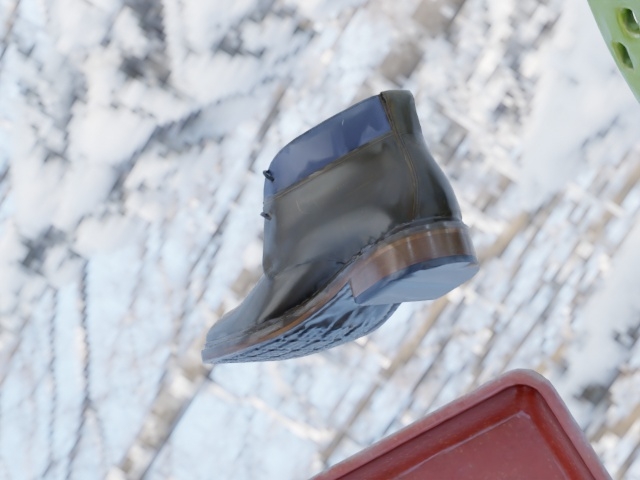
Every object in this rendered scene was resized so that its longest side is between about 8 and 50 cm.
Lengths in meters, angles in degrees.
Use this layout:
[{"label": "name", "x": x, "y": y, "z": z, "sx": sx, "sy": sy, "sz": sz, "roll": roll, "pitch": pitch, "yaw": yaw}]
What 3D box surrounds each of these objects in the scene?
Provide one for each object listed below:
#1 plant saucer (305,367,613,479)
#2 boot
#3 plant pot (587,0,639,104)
[{"label": "plant saucer", "x": 0.047, "y": 0.205, "z": 0.762, "sx": 0.259, "sy": 0.258, "sz": 0.048, "roll": 57, "pitch": -160, "yaw": -8}, {"label": "boot", "x": 0.000, "y": 0.000, "z": 1.066, "sx": 0.082, "sy": 0.219, "sz": 0.106, "roll": 0, "pitch": -109, "yaw": -42}, {"label": "plant pot", "x": 0.285, "y": -0.099, "z": 0.926, "sx": 0.227, "sy": 0.207, "sz": 0.228, "roll": -20, "pitch": -168, "yaw": -21}]
